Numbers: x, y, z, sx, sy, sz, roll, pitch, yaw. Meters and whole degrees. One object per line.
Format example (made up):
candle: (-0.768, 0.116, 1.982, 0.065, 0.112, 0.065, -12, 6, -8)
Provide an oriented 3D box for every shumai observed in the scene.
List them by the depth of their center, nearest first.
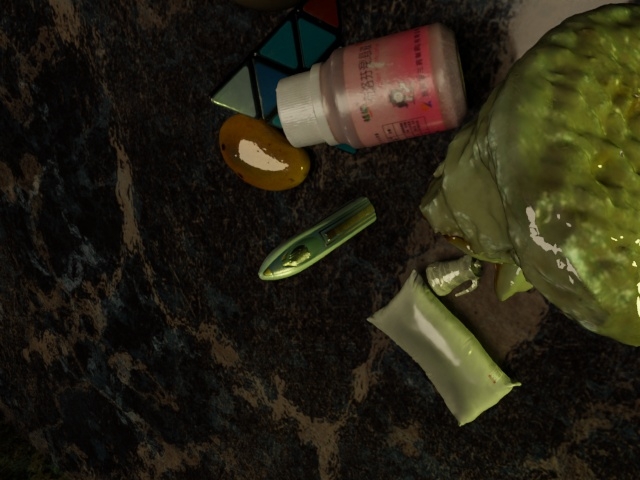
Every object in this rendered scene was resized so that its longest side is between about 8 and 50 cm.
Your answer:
shumai: (0.275, -0.049, 0.703, 0.324, 0.397, 0.323, 62, 150, -1)

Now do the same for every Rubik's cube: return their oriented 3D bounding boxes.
Rubik's cube: (-0.075, -0.259, 0.928, 0.284, 0.234, 0.250, 39, 130, 16)

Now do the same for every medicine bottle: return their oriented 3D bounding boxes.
medicine bottle: (0.070, -0.201, 0.861, 0.246, 0.147, 0.147, -10, 107, 16)

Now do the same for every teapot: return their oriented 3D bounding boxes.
teapot: (0.217, 0.052, 0.984, 0.083, 0.057, 0.067, -29, 89, 37)

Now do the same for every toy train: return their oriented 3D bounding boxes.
toy train: (-0.001, 0.000, 0.987, 0.048, 0.251, 0.055, -12, 106, 45)

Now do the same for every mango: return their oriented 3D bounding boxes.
mango: (-0.103, -0.150, 1.105, 0.178, 0.090, 0.115, 37, 123, 7)

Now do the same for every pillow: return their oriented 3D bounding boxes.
pillow: (0.196, 0.183, 1.047, 0.254, 0.078, 0.144, 48, 132, 7)

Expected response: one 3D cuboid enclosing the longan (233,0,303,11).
longan: (-0.073, -0.419, 0.865, 0.220, 0.196, 0.197, -109, 28, -49)
